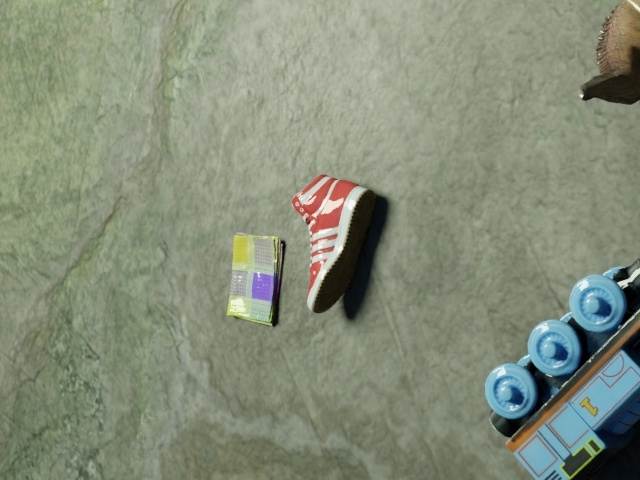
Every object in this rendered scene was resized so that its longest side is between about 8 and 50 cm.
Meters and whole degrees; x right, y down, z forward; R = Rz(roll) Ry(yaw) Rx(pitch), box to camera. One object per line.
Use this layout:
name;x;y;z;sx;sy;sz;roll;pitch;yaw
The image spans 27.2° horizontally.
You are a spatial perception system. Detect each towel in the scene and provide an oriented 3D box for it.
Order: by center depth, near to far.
towel;-0.062;0.034;1.234;0.060;0.009;0.083;11;97;38

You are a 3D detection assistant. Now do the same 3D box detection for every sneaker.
sneaker;0.000;0.000;1.161;0.067;0.042;0.118;26;99;33

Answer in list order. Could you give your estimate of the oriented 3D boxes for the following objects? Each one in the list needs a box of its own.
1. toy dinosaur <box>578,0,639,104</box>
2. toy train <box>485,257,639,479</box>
toy dinosaur;0.262;-0.155;0.837;0.127;0.296;0.200;90;156;-64
toy train;0.204;0.099;0.974;0.105;0.080;0.184;49;117;18
